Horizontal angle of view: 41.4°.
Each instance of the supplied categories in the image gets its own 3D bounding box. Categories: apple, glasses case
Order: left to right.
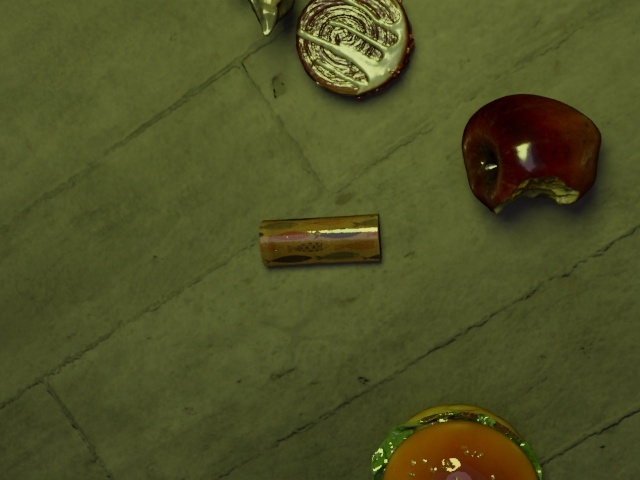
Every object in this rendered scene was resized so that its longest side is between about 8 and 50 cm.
[{"bbox_3d":[0.000,0.000,1.199,0.169,0.041,0.065,-3,99,8],"label":"glasses case"},{"bbox_3d":[0.273,-0.117,1.089,0.158,0.156,0.147,-11,99,-20],"label":"apple"}]

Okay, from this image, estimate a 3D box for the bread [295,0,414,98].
[{"bbox_3d":[0.047,-0.271,1.131,0.160,0.073,0.161,1,99,7],"label":"bread"}]

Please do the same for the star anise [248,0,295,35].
[{"bbox_3d":[-0.030,-0.396,1.084,0.257,0.111,0.198,-39,68,-9],"label":"star anise"}]

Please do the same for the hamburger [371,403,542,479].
[{"bbox_3d":[0.187,0.352,1.166,0.246,0.170,0.246,1,99,5],"label":"hamburger"}]
